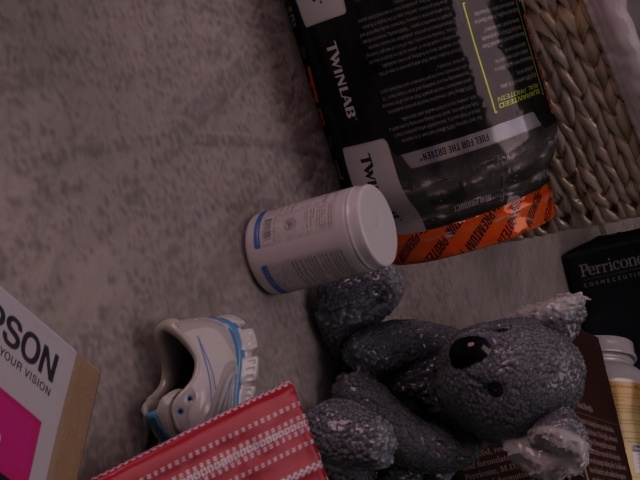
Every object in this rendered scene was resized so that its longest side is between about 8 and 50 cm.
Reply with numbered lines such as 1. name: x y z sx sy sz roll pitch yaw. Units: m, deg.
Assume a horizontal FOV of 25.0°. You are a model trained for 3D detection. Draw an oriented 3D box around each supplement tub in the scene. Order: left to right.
1. supplement tub: 0.000 0.000 1.161 0.071 0.107 0.071 39 44 -52
2. supplement tub: 0.091 -0.161 1.312 0.207 0.207 0.338 -29 103 -63
3. supplement tub: 0.303 0.218 1.620 0.144 0.144 0.200 29 52 -56

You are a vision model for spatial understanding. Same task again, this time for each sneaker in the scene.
1. sneaker: -0.087 0.140 0.982 0.083 0.071 0.191 13 62 -47

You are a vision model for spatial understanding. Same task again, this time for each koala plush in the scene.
1. koala plush: 0.126 0.124 1.223 0.203 0.221 0.196 48 37 -45

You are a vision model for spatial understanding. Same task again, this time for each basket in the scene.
1. basket: 0.267 -0.220 1.629 0.331 0.266 0.328 57 32 -32

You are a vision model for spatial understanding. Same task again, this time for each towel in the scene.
1. towel: -0.054 0.252 0.928 0.198 0.031 0.275 -24 100 -33

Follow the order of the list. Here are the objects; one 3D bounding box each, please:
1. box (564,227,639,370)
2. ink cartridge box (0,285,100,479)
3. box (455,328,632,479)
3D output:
1. box: 0.536 0.164 1.946 0.212 0.293 0.396 -15 91 -65
2. ink cartridge box: -0.220 0.093 0.696 0.235 0.088 0.193 48 38 -43
3. box: 0.232 0.277 1.425 0.191 0.143 0.382 25 53 -61
